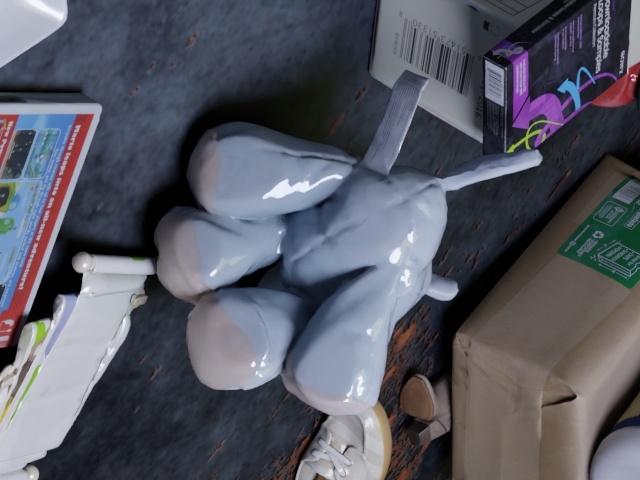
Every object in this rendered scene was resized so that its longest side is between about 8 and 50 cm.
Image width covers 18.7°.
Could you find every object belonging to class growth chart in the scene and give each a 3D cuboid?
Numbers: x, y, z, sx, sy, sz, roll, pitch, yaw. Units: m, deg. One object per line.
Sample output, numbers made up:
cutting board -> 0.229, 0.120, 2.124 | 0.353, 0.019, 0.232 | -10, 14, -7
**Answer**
growth chart -> -0.209, 0.106, 1.506 | 0.237, 0.021, 0.172 | -58, 161, 4

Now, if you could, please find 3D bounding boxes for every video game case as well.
video game case -> -0.282, -0.006, 1.315 | 0.285, 0.025, 0.204 | -5, 122, -54

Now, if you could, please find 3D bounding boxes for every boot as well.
boot -> 0.124, 0.162, 2.064 | 0.087, 0.042, 0.118 | -42, 149, -35

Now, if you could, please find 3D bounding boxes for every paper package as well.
paper package -> 0.292, 0.127, 2.105 | 0.325, 0.168, 0.309 | -45, 149, -31

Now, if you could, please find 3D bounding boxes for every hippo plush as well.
hippo plush -> 0.000, 0.000, 1.609 | 0.294, 0.234, 0.236 | -56, 175, -2

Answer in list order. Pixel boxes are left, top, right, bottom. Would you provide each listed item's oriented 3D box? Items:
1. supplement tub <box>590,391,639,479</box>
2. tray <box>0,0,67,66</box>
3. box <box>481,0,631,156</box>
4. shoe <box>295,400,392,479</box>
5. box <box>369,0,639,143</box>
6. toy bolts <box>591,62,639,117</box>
supplement tub -> 0.448, 0.185, 1.995 | 0.316, 0.228, 0.228 | -48, 150, -29
tray -> -0.226, -0.211, 1.187 | 0.145, 0.030, 0.270 | -38, 146, -33
box -> 0.192, -0.142, 1.571 | 0.162, 0.029, 0.116 | -40, 146, -28
shoe -> 0.014, 0.247, 1.941 | 0.058, 0.076, 0.219 | -26, 141, -50
box -> 0.175, -0.200, 1.669 | 0.232, 0.149, 0.126 | -30, 141, -37
toy bolts -> 0.405, -0.197, 1.998 | 0.228, 0.158, 0.218 | -31, 141, -38
